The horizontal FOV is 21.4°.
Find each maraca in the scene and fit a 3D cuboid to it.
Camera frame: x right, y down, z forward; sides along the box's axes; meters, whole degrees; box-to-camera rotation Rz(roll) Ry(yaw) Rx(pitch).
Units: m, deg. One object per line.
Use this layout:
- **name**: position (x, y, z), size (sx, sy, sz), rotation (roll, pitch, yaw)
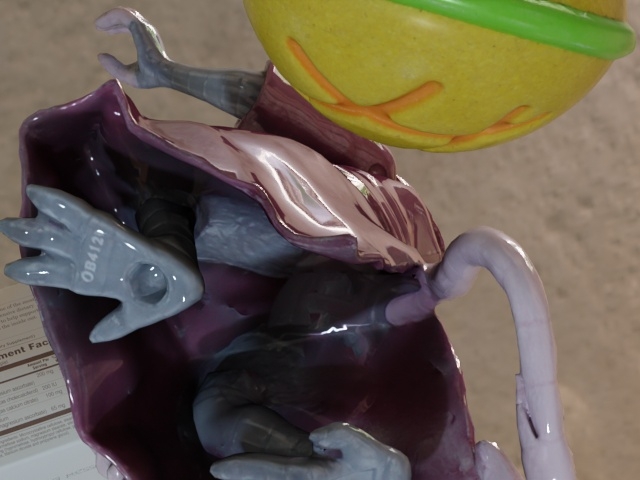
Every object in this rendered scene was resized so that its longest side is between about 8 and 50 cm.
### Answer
- **maraca**: position (0.041, -0.079, 0.540), size (0.099, 0.127, 0.186), rotation (-71, 164, 11)

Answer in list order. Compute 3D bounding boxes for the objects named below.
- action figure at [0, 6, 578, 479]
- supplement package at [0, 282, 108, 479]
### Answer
- **action figure**: position (0.000, 0.000, 0.811), size (0.370, 0.276, 0.248), rotation (-29, 113, -73)
- **supplement package**: position (-0.221, 0.147, 1.245), size (0.262, 0.204, 0.145), rotation (-17, 58, -19)
